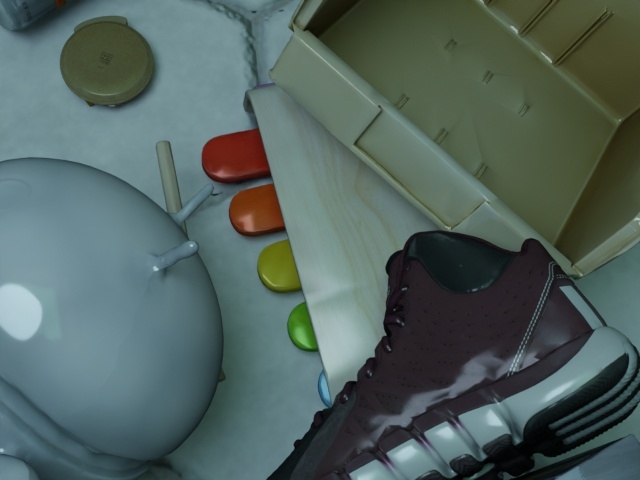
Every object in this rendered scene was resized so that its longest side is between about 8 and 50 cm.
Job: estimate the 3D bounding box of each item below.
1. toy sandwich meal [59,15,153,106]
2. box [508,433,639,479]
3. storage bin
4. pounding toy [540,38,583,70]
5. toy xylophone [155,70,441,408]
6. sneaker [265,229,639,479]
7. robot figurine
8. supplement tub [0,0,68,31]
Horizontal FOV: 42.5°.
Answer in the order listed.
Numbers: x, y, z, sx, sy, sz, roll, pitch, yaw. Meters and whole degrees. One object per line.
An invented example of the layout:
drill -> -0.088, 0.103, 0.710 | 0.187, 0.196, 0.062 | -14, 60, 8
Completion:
toy sandwich meal -> -0.182, -0.150, 0.700 | 0.085, 0.029, 0.086 | 2, 75, -7
box -> 0.088, 0.201, 0.497 | 0.183, 0.231, 0.056 | -26, 72, -13
storage bin -> 0.138, -0.134, 0.610 | 0.262, 0.123, 0.260 | 41, 51, -2
pounding toy -> 0.293, -0.246, 0.729 | 0.236, 0.110, 0.183 | -8, 72, -7
toy xylophone -> 0.000, 0.000, 0.635 | 0.236, 0.081, 0.323 | -5, 72, -7
sneaker -> 0.046, 0.094, 0.532 | 0.281, 0.106, 0.163 | -29, 53, 8
robot figurine -> -0.204, 0.088, 0.495 | 0.353, 0.300, 0.200 | -37, 119, 9
supplement tub -> -0.214, -0.272, 0.690 | 0.190, 0.117, 0.117 | -39, 79, -15
